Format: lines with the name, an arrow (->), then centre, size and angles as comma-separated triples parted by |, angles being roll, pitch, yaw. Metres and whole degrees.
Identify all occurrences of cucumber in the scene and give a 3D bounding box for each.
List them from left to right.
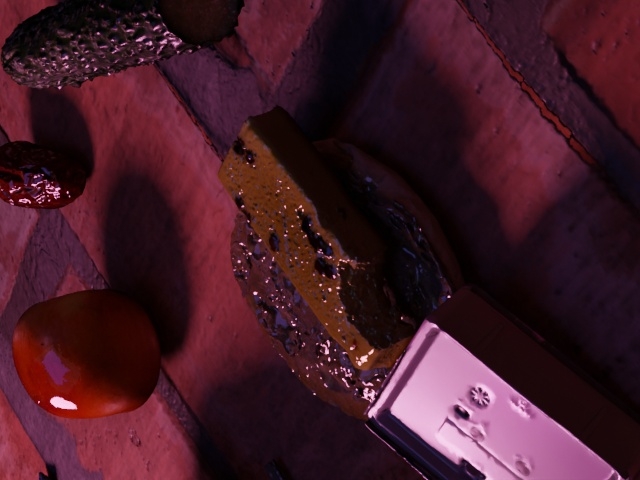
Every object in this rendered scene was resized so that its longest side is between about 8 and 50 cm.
cucumber -> -0.211, -0.200, 1.344 | 0.359, 0.096, 0.096 | -7, 101, 53

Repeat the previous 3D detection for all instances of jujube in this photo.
jujube -> -0.315, -0.072, 1.539 | 0.129, 0.077, 0.077 | 7, 112, 36

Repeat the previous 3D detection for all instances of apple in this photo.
apple -> -0.250, 0.125, 1.483 | 0.163, 0.163, 0.139 | -16, 87, 51

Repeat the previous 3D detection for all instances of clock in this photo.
clock -> 0.145, 0.144, 1.069 | 0.192, 0.071, 0.147 | 39, 134, 13

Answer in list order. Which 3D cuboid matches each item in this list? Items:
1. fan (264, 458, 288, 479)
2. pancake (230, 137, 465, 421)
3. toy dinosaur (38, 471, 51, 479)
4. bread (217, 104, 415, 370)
fan -> 0.040, 0.361, 1.370 | 0.335, 0.011, 0.229 | 56, 140, 12
pancake -> 0.026, 0.041, 1.205 | 0.282, 0.049, 0.282 | 21, 122, 38
toy dinosaur -> -0.310, 0.442, 1.793 | 0.188, 0.075, 0.248 | 30, 134, 50
bread -> 0.000, 0.000, 1.143 | 0.226, 0.049, 0.088 | 53, 137, 18
